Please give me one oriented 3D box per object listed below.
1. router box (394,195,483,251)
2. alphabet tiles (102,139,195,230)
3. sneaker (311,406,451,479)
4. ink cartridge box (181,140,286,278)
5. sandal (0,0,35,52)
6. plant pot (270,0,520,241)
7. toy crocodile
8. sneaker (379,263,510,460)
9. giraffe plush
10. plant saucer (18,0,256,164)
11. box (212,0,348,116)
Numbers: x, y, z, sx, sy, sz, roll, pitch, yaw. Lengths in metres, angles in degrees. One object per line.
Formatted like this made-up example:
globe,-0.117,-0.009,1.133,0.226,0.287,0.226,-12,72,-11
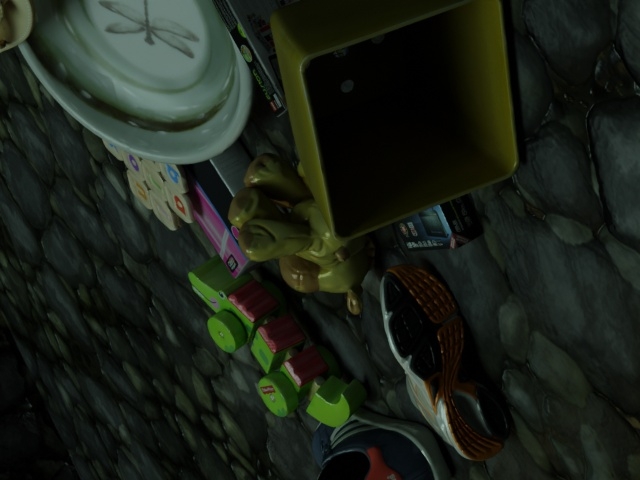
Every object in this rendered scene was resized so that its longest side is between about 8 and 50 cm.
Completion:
router box,0.124,-0.037,1.671,0.122,0.038,0.092,-7,110,64
alphabet tiles,-0.271,-0.153,2.192,0.278,0.021,0.284,40,149,43
sneaker,0.041,0.327,2.103,0.131,0.148,0.350,63,156,-5
ink cartridge box,-0.179,-0.134,2.136,0.371,0.069,0.176,59,157,9
sandal,-0.469,-0.280,1.991,0.088,0.079,0.240,53,146,-10
plant pot,0.058,-0.161,1.486,0.187,0.212,0.212,-128,22,-52
toy crocodile,-0.068,0.146,2.161,0.340,0.115,0.105,48,148,21
sneaker,0.130,0.152,1.805,0.262,0.099,0.121,65,160,-8
giraffe plush,0.000,0.000,1.851,0.210,0.181,0.170,10,146,17
plant saucer,-0.239,-0.290,1.938,0.400,0.100,0.400,21,138,20
box,-0.050,-0.258,1.674,0.207,0.114,0.036,61,156,-1
